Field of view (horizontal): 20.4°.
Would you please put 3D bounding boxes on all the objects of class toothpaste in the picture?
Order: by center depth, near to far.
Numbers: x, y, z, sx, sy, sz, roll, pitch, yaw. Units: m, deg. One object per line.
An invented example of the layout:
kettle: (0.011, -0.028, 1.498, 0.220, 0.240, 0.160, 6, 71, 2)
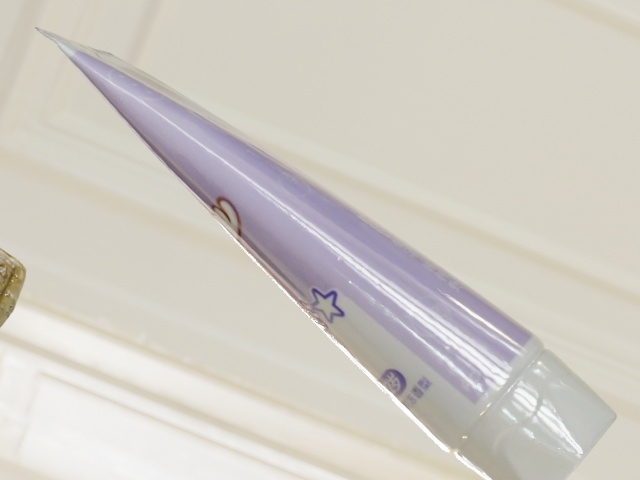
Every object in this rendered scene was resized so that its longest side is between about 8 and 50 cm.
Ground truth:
toothpaste: (0.000, 0.000, 0.983, 0.080, 0.371, 0.125, -50, 171, 8)

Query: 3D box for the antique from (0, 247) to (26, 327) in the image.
antique: (-0.417, 0.101, 1.673, 0.284, 0.150, 0.125, -46, -166, 28)
